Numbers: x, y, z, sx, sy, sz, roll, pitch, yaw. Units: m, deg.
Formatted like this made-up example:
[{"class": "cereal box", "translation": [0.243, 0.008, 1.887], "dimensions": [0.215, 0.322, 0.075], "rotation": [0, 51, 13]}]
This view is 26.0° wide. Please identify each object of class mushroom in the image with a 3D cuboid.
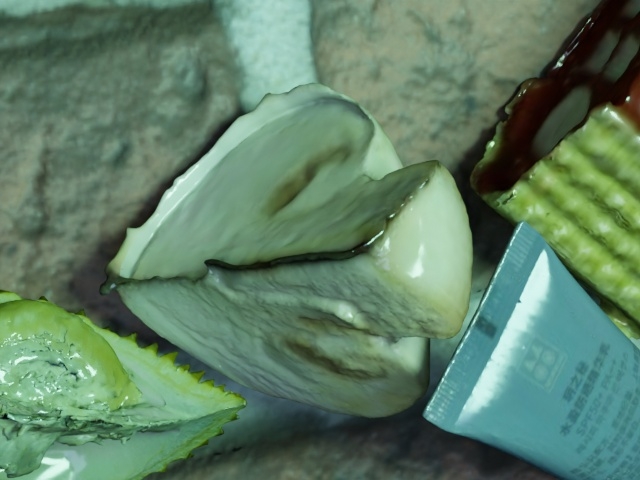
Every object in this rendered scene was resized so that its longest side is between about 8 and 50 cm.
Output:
[{"class": "mushroom", "translation": [0.016, 0.007, 0.916], "dimensions": [0.173, 0.236, 0.162], "rotation": [45, 53, -37]}]

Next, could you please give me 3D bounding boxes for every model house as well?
[{"class": "model house", "translation": [0.236, -0.055, 0.952], "dimensions": [0.196, 0.160, 0.254], "rotation": [37, 92, -18]}]

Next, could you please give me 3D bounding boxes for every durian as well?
[{"class": "durian", "translation": [-0.204, 0.116, 0.854], "dimensions": [0.306, 0.166, 0.172], "rotation": [22, 83, -53]}]

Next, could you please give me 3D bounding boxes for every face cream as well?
[{"class": "face cream", "translation": [0.210, 0.133, 0.955], "dimensions": [0.385, 0.086, 0.136], "rotation": [36, 77, -40]}]
